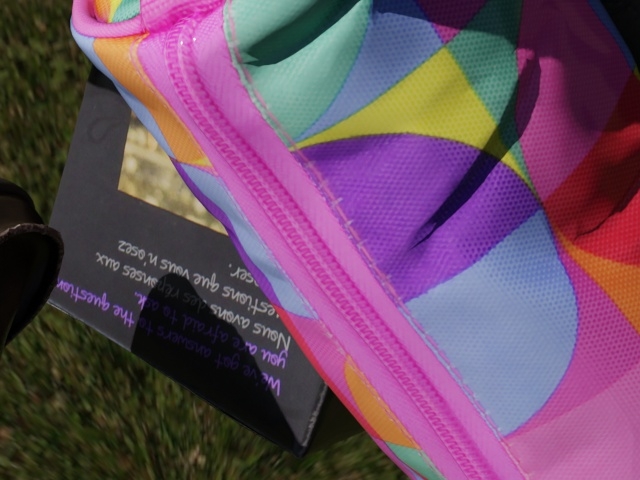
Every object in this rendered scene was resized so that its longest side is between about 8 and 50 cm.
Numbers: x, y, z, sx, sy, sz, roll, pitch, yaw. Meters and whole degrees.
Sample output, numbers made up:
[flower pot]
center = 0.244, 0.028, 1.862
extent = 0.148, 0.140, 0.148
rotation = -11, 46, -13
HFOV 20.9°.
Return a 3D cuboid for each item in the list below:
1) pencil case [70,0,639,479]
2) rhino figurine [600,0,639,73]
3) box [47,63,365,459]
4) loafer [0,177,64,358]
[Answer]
[pencil case]
center = 0.044, 0.012, 0.388
extent = 0.104, 0.104, 0.236
rotation = -39, 113, -10
[rhino figurine]
center = 0.064, -0.087, 0.400
extent = 0.243, 0.106, 0.073
rotation = 34, 68, -10
[box]
center = 0.022, -0.079, 0.661
extent = 0.143, 0.165, 0.270
rotation = 29, 113, 27
[loafer]
center = -0.130, 0.053, 0.504
extent = 0.078, 0.220, 0.080
rotation = 28, 123, 8
